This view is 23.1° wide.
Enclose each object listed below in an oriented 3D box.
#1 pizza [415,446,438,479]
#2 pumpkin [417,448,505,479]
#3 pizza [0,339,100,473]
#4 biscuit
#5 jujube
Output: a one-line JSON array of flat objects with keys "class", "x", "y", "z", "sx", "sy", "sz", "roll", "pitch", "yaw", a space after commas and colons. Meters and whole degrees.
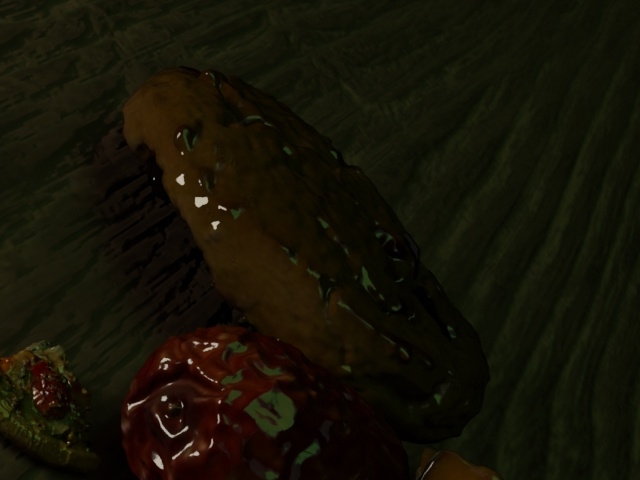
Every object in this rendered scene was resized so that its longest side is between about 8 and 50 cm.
[{"class": "pizza", "x": 0.151, "y": 0.206, "z": 0.961, "sx": 0.185, "sy": 0.036, "sz": 0.176, "roll": 33, "pitch": -9, "yaw": 48}, {"class": "pumpkin", "x": 0.134, "y": 0.289, "z": 0.820, "sx": 0.258, "sy": 0.095, "sz": 0.290, "roll": 41, "pitch": 26, "yaw": -46}, {"class": "pizza", "x": -0.136, "y": 0.069, "z": 0.758, "sx": 0.083, "sy": 0.025, "sz": 0.078, "roll": 35, "pitch": 32, "yaw": -28}, {"class": "biscuit", "x": 0.002, "y": -0.001, "z": 0.967, "sx": 0.296, "sy": 0.075, "sz": 0.296, "roll": 45, "pitch": 15, "yaw": -16}, {"class": "jujube", "x": -0.025, "y": 0.111, "z": 0.795, "sx": 0.176, "sy": 0.109, "sz": 0.112, "roll": 35, "pitch": 52, "yaw": -50}]
